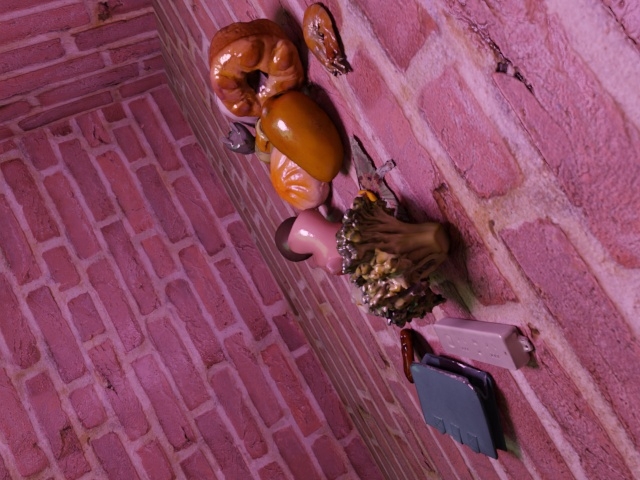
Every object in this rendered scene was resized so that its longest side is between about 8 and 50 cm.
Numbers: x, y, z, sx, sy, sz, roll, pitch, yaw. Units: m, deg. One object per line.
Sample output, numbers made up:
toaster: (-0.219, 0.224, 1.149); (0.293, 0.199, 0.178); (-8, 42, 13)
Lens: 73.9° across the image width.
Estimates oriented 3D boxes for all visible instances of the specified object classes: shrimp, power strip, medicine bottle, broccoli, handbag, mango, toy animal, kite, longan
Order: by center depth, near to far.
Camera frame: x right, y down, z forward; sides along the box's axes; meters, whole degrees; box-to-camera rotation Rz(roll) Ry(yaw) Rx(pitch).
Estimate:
broccoli: (0.167, 0.051, 1.079); (0.272, 0.324, 0.334); (-7, 117, 54)
shrimp: (0.012, -0.515, 1.101); (0.217, 0.051, 0.115); (61, 159, 11)
power strip: (0.404, 0.261, 1.115); (0.098, 0.058, 0.338); (63, 162, -3)
kite: (0.162, -0.166, 1.238); (0.323, 0.013, 0.268); (56, 162, 11)
toy animal: (0.123, -0.101, 1.289); (0.091, 0.082, 0.114); (54, 162, 24)
handbag: (0.417, 0.484, 1.292); (0.268, 0.100, 0.274); (1, 115, 56)
mango: (-0.047, -0.319, 1.311); (0.317, 0.173, 0.211); (47, 150, -12)
toy animal: (0.004, 0.002, 1.528); (0.256, 0.195, 0.213); (25, 169, 13)
medicine bottle: (-0.205, -0.401, 1.702); (0.124, 0.124, 0.239); (59, 163, 10)
toy animal: (-0.315, -0.418, 1.836); (0.251, 0.125, 0.127); (2, -113, -69)
longan: (-0.106, -0.001, 1.893); (0.220, 0.196, 0.197); (38, 150, 48)

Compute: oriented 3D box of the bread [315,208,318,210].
bread: (-0.045, -0.154, 1.777); (0.110, 0.024, 0.110); (51, 158, 31)

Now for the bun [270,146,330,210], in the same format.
bun: (-0.098, -0.240, 1.584); (0.299, 0.164, 0.299); (51, 159, 28)

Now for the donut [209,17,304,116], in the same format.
donut: (-0.199, -0.516, 1.300); (0.317, 0.299, 0.150); (-38, 64, 47)

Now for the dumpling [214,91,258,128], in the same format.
dumpling: (-0.292, -0.547, 1.677); (0.260, 0.181, 0.341); (34, 142, 10)

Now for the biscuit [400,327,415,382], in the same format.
biscuit: (0.301, 0.395, 1.458); (0.192, 0.049, 0.192); (-7, -90, -77)

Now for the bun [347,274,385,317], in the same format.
bun: (0.171, 0.135, 1.367); (0.283, 0.179, 0.283); (53, 158, 33)

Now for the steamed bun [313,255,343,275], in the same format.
steamed bun: (0.049, 0.050, 1.702); (0.175, 0.106, 0.145); (31, 140, 34)
